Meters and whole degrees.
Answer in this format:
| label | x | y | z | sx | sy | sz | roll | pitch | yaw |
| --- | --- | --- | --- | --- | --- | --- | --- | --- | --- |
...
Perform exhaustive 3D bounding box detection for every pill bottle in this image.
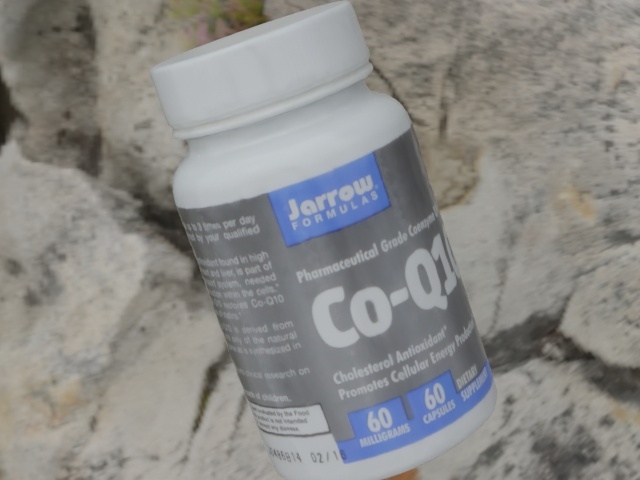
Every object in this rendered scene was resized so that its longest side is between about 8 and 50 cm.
| label | x | y | z | sx | sy | sz | roll | pitch | yaw |
| --- | --- | --- | --- | --- | --- | --- | --- | --- | --- |
| pill bottle | 0.000 | 0.000 | 0.448 | 0.078 | 0.078 | 0.137 | -14 | 104 | 23 |
